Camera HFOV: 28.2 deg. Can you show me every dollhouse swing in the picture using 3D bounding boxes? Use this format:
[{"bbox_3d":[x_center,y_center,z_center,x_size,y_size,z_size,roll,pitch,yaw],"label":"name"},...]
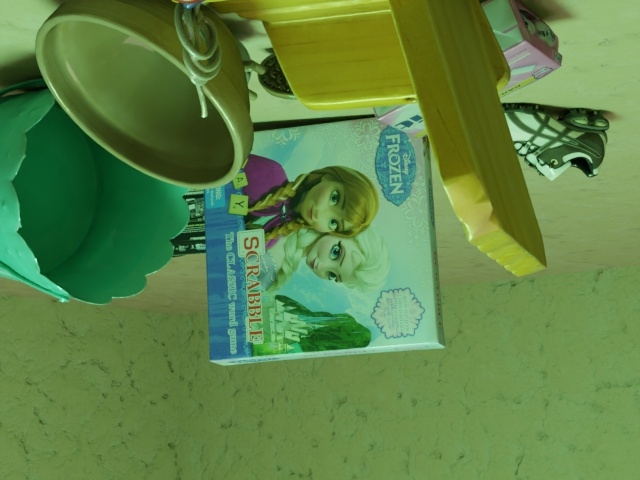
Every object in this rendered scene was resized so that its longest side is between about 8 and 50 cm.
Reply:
[{"bbox_3d":[0.018,-0.126,1.097,0.315,0.305,0.347,-3,171,18],"label":"dollhouse swing"}]

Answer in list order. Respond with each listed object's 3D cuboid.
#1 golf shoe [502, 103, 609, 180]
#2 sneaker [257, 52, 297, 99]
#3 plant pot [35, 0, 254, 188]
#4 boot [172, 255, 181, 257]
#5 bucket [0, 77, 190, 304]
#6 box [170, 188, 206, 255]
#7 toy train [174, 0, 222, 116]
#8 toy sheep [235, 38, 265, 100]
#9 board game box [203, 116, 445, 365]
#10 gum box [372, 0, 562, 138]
[{"bbox_3d":[0.290,-0.129,1.702,0.198,0.094,0.077,3,171,-7],"label":"golf shoe"},{"bbox_3d":[0.032,-0.184,1.454,0.192,0.064,0.086,-6,164,16],"label":"sneaker"},{"bbox_3d":[-0.156,-0.169,1.276,0.237,0.110,0.237,24,150,15],"label":"plant pot"},{"bbox_3d":[-0.137,-0.049,2.038,0.347,0.131,0.260,-7,-179,-24],"label":"boot"},{"bbox_3d":[-0.316,-0.065,1.574,0.183,0.281,0.281,3,175,41],"label":"bucket"},{"bbox_3d":[-0.227,-0.053,1.946,0.180,0.147,0.077,-5,-172,23],"label":"box"},{"bbox_3d":[-0.042,-0.210,0.894,0.143,0.105,0.248,-11,125,3],"label":"toy train"},{"bbox_3d":[-0.113,-0.186,1.389,0.091,0.091,0.132,9,171,-44],"label":"toy sheep"},{"bbox_3d":[0.000,0.000,1.744,0.317,0.319,0.066,-6,169,13],"label":"board game box"},{"bbox_3d":[0.151,-0.182,1.335,0.188,0.062,0.107,-26,161,24],"label":"gum box"}]
